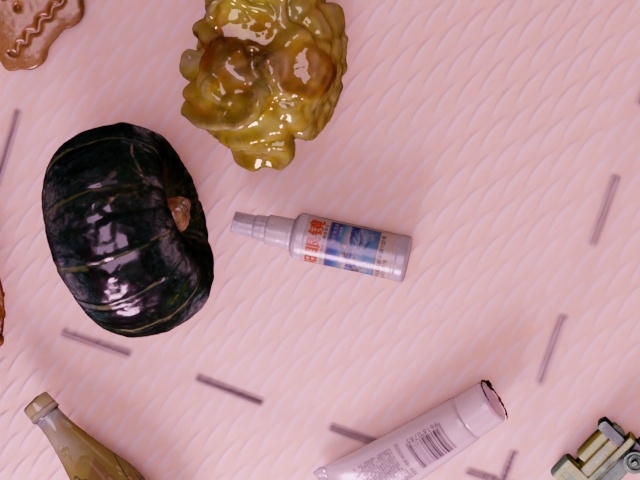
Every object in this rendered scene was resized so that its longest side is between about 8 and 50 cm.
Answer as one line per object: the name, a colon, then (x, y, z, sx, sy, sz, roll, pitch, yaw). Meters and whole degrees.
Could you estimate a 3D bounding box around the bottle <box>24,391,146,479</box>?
bottle: (-0.267, 0.298, 1.946, 0.083, 0.083, 0.269, -40, 90, 10)

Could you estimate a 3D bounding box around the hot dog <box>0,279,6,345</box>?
hot dog: (-0.472, 0.101, 1.901, 0.150, 0.153, 0.256, 5, 67, 36)

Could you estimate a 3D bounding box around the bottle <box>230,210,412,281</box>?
bottle: (0.000, 0.000, 1.890, 0.217, 0.060, 0.060, 13, 98, 7)

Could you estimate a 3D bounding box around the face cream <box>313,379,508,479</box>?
face cream: (0.114, 0.256, 1.912, 0.244, 0.058, 0.092, -34, 98, 15)

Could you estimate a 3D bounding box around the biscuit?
biscuit: (-0.405, -0.323, 1.909, 0.184, 0.035, 0.249, -45, 90, 10)

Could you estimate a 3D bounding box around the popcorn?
popcorn: (-0.068, -0.200, 1.794, 0.181, 0.217, 0.235, 17, 88, 8)

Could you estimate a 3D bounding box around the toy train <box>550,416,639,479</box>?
toy train: (0.337, 0.268, 1.889, 0.081, 0.050, 0.122, 43, 101, 8)

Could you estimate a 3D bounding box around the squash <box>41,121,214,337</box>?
squash: (-0.222, -0.014, 1.818, 0.165, 0.252, 0.252, -16, 95, 3)
